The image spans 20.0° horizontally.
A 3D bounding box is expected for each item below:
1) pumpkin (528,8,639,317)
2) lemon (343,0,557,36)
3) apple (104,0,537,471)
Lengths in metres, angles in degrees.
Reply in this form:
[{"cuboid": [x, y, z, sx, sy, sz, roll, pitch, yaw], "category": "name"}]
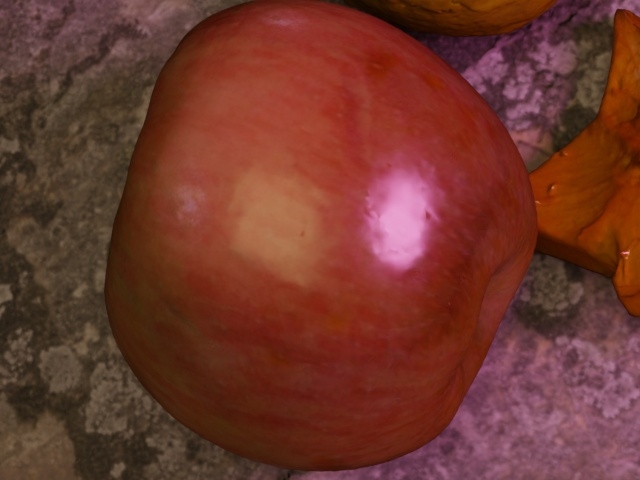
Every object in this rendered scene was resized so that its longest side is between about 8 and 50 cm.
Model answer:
[{"cuboid": [0.302, -0.066, 1.591, 0.290, 0.095, 0.258, 34, 95, 51], "category": "pumpkin"}, {"cuboid": [0.113, -0.311, 1.640, 0.260, 0.260, 0.284, -46, 74, 4], "category": "lemon"}, {"cuboid": [0.000, 0.000, 1.564, 0.346, 0.391, 0.392, 22, 89, 7], "category": "apple"}]
